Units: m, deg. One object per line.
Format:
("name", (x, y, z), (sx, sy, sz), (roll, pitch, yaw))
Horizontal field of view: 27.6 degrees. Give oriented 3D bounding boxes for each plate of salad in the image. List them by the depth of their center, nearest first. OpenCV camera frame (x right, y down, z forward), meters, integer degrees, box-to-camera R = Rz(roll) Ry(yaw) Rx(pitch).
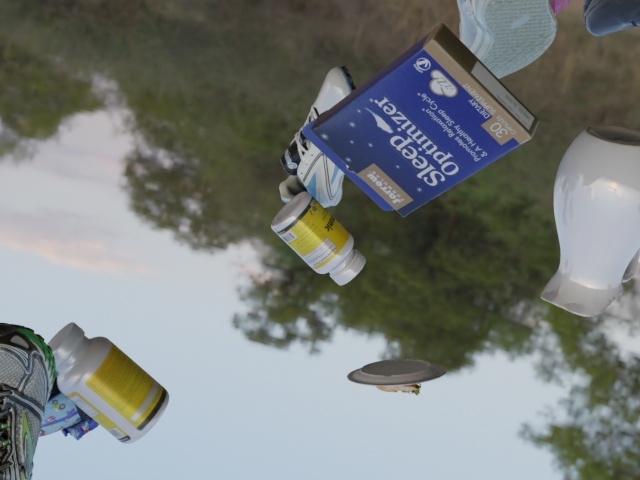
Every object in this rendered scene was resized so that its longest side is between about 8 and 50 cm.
("plate of salad", (0.153, 0.275, 2.612), (0.200, 0.048, 0.200), (-5, -173, 1))

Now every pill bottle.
("pill bottle", (0.000, 0.000, 1.618), (0.116, 0.065, 0.065), (45, 180, -15))
("pill bottle", (-0.318, 0.206, 1.910), (0.184, 0.103, 0.103), (44, 179, -18))

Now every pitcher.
("pitcher", (0.348, -0.031, 1.550), (0.125, 0.207, 0.178), (23, -154, 34))

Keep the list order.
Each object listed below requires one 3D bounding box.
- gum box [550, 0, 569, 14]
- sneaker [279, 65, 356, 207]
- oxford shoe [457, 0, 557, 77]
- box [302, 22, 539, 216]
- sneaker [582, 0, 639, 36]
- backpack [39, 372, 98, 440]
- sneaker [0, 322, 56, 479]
("gum box", (0.328, -0.457, 2.214), (0.188, 0.107, 0.062), (17, -143, 28))
("sneaker", (0.000, -0.119, 1.613), (0.086, 0.237, 0.085), (-8, -125, -18))
("oxford shoe", (0.290, -0.377, 2.118), (0.130, 0.169, 0.449), (63, -179, 17))
("box", (0.087, -0.105, 1.286), (0.136, 0.036, 0.225), (42, 138, -15))
("sneaker", (0.453, -0.306, 1.675), (0.109, 0.130, 0.286), (-12, 175, -35))
("backpack", (-0.408, 0.245, 2.030), (0.173, 0.117, 0.158), (-33, -154, -20))
("sneaker", (-0.402, 0.247, 1.620), (0.134, 0.343, 0.146), (3, -147, -9))
